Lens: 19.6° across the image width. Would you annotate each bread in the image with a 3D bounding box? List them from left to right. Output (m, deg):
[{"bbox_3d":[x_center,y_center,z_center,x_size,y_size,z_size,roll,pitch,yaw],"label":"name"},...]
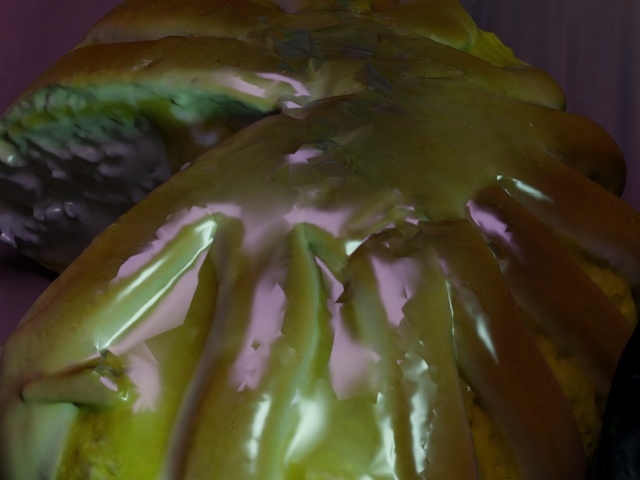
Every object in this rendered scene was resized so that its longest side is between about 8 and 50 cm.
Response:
[{"bbox_3d":[0.000,0.000,0.784,0.333,0.160,0.333,6,43,-5],"label":"bread"}]

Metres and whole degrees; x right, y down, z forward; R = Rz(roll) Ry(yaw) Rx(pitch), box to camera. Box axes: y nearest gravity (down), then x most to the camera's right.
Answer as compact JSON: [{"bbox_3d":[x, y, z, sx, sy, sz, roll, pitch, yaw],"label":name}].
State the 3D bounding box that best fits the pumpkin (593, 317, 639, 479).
[{"bbox_3d":[0.239,0.109,0.658,0.315,0.238,0.315,20,34,-14],"label":"pumpkin"}]
